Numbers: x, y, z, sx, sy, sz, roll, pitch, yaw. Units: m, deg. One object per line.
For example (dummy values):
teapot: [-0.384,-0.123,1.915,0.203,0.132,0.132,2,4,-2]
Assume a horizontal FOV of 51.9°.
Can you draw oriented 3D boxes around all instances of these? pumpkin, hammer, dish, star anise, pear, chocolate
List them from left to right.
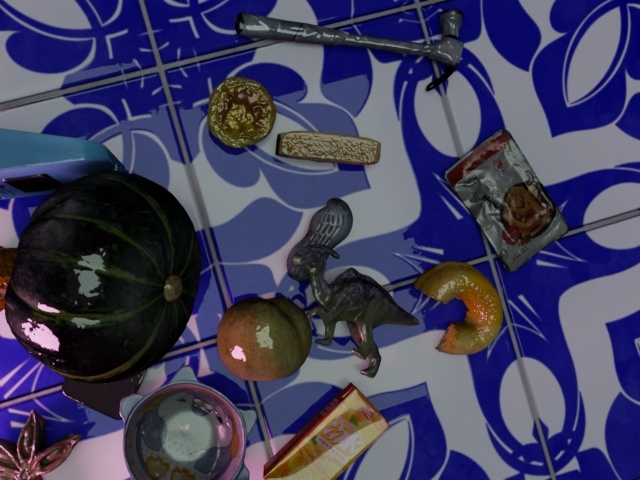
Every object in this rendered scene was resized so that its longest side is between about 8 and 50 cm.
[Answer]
star anise: [-0.502,0.385,1.108,0.171,0.063,0.208,16,89,-2]
pumpkin: [-0.322,0.055,1.014,0.241,0.323,0.324,16,86,15]
dish: [-0.219,0.332,1.130,0.227,0.086,0.236,-32,92,-8]
pear: [-0.093,0.163,1.115,0.167,0.167,0.137,2,95,-7]
chocolate: [0.000,0.000,1.178,0.072,0.072,0.167,35,83,-5]
hammer: [0.057,-0.380,1.217,0.426,0.044,0.152,8,88,-6]

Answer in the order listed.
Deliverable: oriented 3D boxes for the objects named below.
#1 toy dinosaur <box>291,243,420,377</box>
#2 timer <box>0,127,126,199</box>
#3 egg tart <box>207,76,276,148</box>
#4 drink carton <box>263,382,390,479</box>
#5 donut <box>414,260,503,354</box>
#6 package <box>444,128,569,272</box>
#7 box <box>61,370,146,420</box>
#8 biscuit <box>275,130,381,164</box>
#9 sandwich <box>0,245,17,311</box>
toy dinosaur: [0.057,0.122,1.143,0.294,0.077,0.162,40,57,-36]
timer: [-0.450,-0.130,1.047,0.249,0.232,0.092,-5,86,-8]
egg tart: [-0.144,-0.229,1.178,0.130,0.052,0.131,0,89,-8]
drink carton: [0.009,0.365,1.166,0.223,0.071,0.096,-42,92,-7]
donut: [0.266,0.123,1.207,0.145,0.078,0.181,-20,92,-5]
package: [0.353,-0.073,1.246,0.154,0.030,0.239,-35,93,-5]
box: [-0.373,0.234,1.146,0.125,0.027,0.126,26,86,-3]
biscuit: [0.013,-0.166,1.194,0.187,0.056,0.052,5,85,-6]
sandwich: [-0.516,0.070,1.056,0.159,0.185,0.109,12,94,-4]
